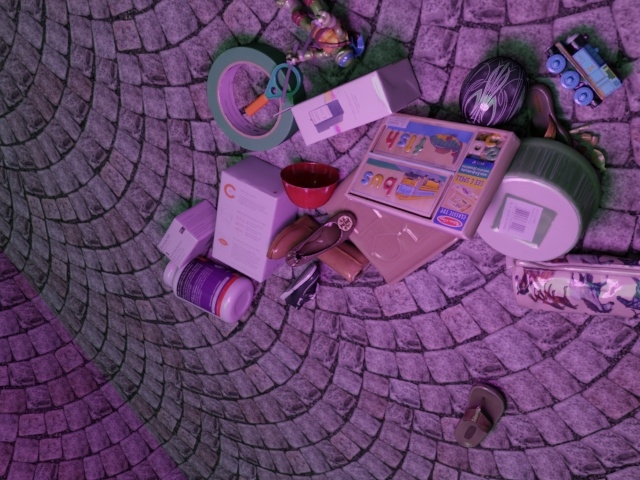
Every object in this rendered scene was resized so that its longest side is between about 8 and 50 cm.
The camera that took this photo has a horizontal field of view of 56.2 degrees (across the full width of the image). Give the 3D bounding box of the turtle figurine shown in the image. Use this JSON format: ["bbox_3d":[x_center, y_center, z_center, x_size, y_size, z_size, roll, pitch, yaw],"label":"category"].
[{"bbox_3d":[-0.043,-0.559,1.579,0.275,0.198,0.266,-28,79,-2],"label":"turtle figurine"}]

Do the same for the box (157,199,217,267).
[{"bbox_3d":[-0.464,-0.025,2.170,0.119,0.182,0.181,44,130,3],"label":"box"}]

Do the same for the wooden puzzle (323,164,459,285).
[{"bbox_3d":[0.213,-0.078,1.791,0.347,0.080,0.322,52,130,3],"label":"wooden puzzle"}]

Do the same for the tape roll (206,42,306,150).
[{"bbox_3d":[-0.201,-0.439,1.846,0.322,0.077,0.321,14,122,24],"label":"tape roll"}]

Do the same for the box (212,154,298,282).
[{"bbox_3d":[-0.214,-0.071,1.997,0.215,0.168,0.345,27,127,18],"label":"box"}]

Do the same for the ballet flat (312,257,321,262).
[{"bbox_3d":[-0.042,0.043,2.038,0.114,0.041,0.041,34,128,13],"label":"ballet flat"}]

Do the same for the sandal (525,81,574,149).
[{"bbox_3d":[0.549,-0.276,1.463,0.090,0.060,0.219,-2,115,52],"label":"sandal"}]

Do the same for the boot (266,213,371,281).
[{"bbox_3d":[0.000,0.045,1.889,0.270,0.236,0.089,35,142,16],"label":"boot"}]

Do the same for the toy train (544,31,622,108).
[{"bbox_3d":[0.600,-0.391,1.372,0.105,0.080,0.184,-40,89,31],"label":"toy train"}]

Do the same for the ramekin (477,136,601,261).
[{"bbox_3d":[0.523,-0.090,1.493,0.304,0.148,0.303,21,139,20],"label":"ramekin"}]

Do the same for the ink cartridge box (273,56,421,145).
[{"bbox_3d":[0.068,-0.365,1.632,0.354,0.207,0.119,-13,106,37],"label":"ink cartridge box"}]

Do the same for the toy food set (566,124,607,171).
[{"bbox_3d":[0.649,-0.220,1.470,0.078,0.019,0.122,-14,107,36],"label":"toy food set"}]

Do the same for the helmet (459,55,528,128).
[{"bbox_3d":[0.416,-0.354,1.446,0.169,0.169,0.161,33,171,13],"label":"helmet"}]

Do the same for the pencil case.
[{"bbox_3d":[0.692,0.105,1.529,0.411,0.159,0.183,3,137,31],"label":"pencil case"}]

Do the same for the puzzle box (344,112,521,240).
[{"bbox_3d":[0.265,-0.177,1.519,0.409,0.052,0.272,22,84,46],"label":"puzzle box"}]

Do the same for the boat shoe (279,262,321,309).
[{"bbox_3d":[-0.049,0.161,2.034,0.091,0.114,0.302,40,157,-2],"label":"boat shoe"}]

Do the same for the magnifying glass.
[{"bbox_3d":[-0.140,-0.433,1.745,0.231,0.026,0.092,-29,98,40],"label":"magnifying glass"}]

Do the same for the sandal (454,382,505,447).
[{"bbox_3d":[0.516,0.588,1.957,0.120,0.086,0.302,23,125,20],"label":"sandal"}]

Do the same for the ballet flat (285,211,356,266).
[{"bbox_3d":[0.000,0.000,1.805,0.250,0.058,0.084,-33,90,2],"label":"ballet flat"}]

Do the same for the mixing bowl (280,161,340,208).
[{"bbox_3d":[-0.033,-0.158,1.829,0.182,0.181,0.098,18,126,23],"label":"mixing bowl"}]

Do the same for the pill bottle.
[{"bbox_3d":[-0.425,0.172,2.255,0.323,0.181,0.181,23,125,20],"label":"pill bottle"}]
